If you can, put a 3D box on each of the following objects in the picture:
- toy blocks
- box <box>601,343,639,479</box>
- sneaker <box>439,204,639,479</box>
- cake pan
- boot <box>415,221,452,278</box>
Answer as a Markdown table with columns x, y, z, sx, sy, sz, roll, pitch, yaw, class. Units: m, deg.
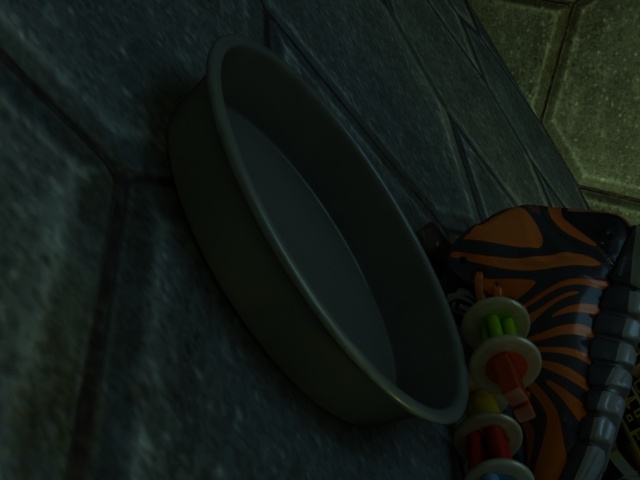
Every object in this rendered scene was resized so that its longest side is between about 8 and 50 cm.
| x | y | z | sx | sy | sz | roll | pitch | yaw | class |
| --- | --- | --- | --- | --- | --- | --- | --- | --- | --- |
| 0.130 | 0.130 | 0.777 | 0.148 | 0.054 | 0.123 | -92 | -172 | -58 | toy blocks |
| 0.342 | 0.169 | 1.017 | 0.322 | 0.257 | 0.079 | 65 | 10 | 17 | box |
| 0.177 | 0.102 | 0.940 | 0.125 | 0.180 | 0.321 | 86 | 24 | -51 | sneaker |
| 0.000 | 0.000 | 0.722 | 0.293 | 0.054 | 0.293 | 50 | 19 | -25 | cake pan |
| 0.133 | 0.014 | 1.092 | 0.114 | 0.037 | 0.106 | 45 | 19 | -24 | boot |
